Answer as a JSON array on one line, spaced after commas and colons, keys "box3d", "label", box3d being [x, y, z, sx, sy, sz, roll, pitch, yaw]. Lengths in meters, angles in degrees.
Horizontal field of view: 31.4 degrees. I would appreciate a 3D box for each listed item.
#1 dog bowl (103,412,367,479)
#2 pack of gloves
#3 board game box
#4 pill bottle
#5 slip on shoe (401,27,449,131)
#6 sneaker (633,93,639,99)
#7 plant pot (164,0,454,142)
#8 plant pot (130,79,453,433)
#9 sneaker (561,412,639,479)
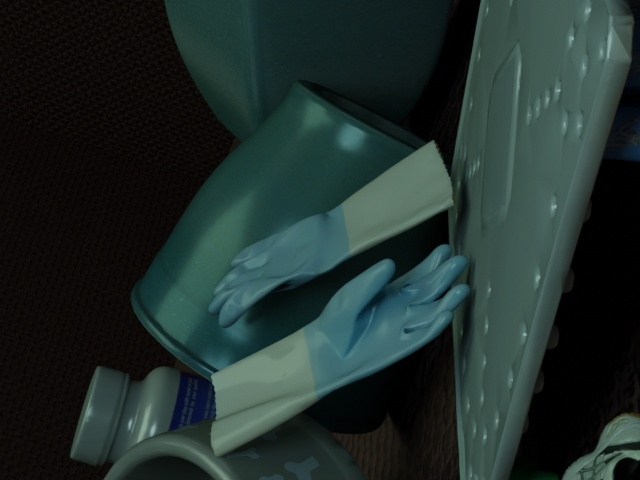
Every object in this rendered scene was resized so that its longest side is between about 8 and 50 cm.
[{"box3d": [-0.081, 0.305, 0.898, 0.348, 0.102, 0.349, -6, 81, 49], "label": "dog bowl"}, {"box3d": [-0.002, 0.029, 0.858, 0.232, 0.046, 0.195, -30, 39, 17], "label": "pack of gloves"}, {"box3d": [0.137, -0.061, 0.731, 0.390, 0.050, 0.390, -86, 1, -49], "label": "board game box"}, {"box3d": [-0.146, 0.235, 1.342, 0.152, 0.272, 0.152, -162, 90, -79], "label": "pill bottle"}, {"box3d": [0.095, -0.202, 1.323, 0.123, 0.101, 0.331, 32, 119, 51], "label": "slip on shoe"}, {"box3d": [0.238, -0.187, 0.685, 0.097, 0.084, 0.235, 28, -100, -76], "label": "sneaker"}, {"box3d": [-0.018, -0.222, 1.197, 0.247, 0.247, 0.252, 44, 142, 48], "label": "plant pot"}, {"box3d": [0.000, 0.000, 1.071, 0.255, 0.271, 0.272, -62, 13, 12], "label": "plant pot"}, {"box3d": [0.158, 0.134, 0.628, 0.037, 0.032, 0.083, -96, 23, -54], "label": "sneaker"}]
